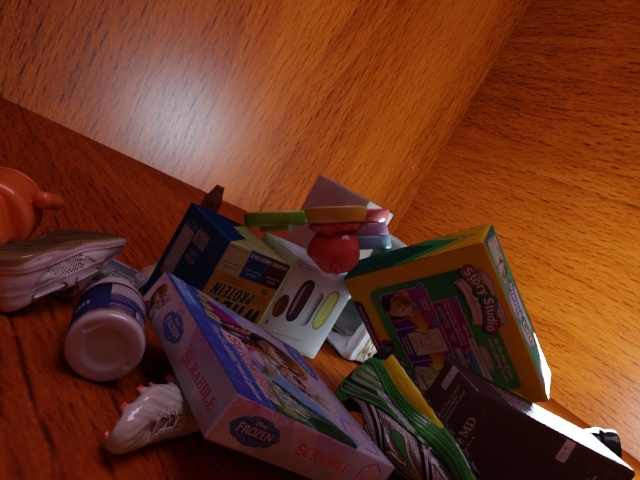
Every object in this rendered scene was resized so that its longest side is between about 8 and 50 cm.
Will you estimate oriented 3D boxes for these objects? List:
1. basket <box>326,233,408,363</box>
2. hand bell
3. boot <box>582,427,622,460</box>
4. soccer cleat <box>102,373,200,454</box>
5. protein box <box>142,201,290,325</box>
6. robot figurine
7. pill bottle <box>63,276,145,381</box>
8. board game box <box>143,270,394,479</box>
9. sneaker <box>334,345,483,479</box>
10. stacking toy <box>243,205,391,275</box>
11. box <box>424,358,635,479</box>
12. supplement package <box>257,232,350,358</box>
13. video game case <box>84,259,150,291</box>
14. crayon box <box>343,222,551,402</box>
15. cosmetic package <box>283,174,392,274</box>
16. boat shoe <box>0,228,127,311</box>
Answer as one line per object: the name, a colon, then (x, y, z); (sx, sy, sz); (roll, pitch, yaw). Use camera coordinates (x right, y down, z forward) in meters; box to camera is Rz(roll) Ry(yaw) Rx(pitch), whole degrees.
basket: (0.172, 0.157, 1.476); (0.266, 0.331, 0.328); (29, 6, -30)
hand bell: (-0.271, -0.011, 1.114); (0.126, 0.242, 0.126); (29, 5, -3)
boot: (0.553, 0.514, 1.297); (0.260, 0.131, 0.348); (3, -31, 12)
soccer cleat: (-0.177, 0.203, 0.610); (0.076, 0.068, 0.196); (34, 3, 7)
protein box: (-0.197, 0.072, 0.959); (0.136, 0.201, 0.200); (25, 7, -40)
robot figurine: (-0.504, -0.046, 0.812); (0.128, 0.158, 0.219); (46, -2, -25)
pill bottle: (-0.288, 0.110, 0.711); (0.094, 0.094, 0.169); (28, 6, -23)
board game box: (-0.083, 0.206, 0.764); (0.318, 0.066, 0.319); (40, -2, -38)
sneaker: (0.146, 0.341, 0.824); (0.343, 0.146, 0.134); (52, -6, 40)
stacking toy: (0.000, 0.000, 1.121); (0.279, 0.130, 0.309); (-2, 0, 25)
box: (0.365, 0.402, 0.981); (0.381, 0.191, 0.143); (29, 6, -11)
supplement package: (-0.067, 0.124, 1.165); (0.194, 0.203, 0.149); (25, 7, -40)
video game case: (-0.419, 0.049, 0.950); (0.190, 0.022, 0.173); (29, 6, -8)
crayon box: (0.267, 0.179, 1.105); (0.363, 0.313, 0.106); (64, 32, -13)
cosmetic package: (0.000, 0.033, 1.424); (0.097, 0.377, 0.284); (26, 8, -30)
boat shoe: (-0.395, 0.041, 0.798); (0.098, 0.096, 0.277); (7, 10, 11)
